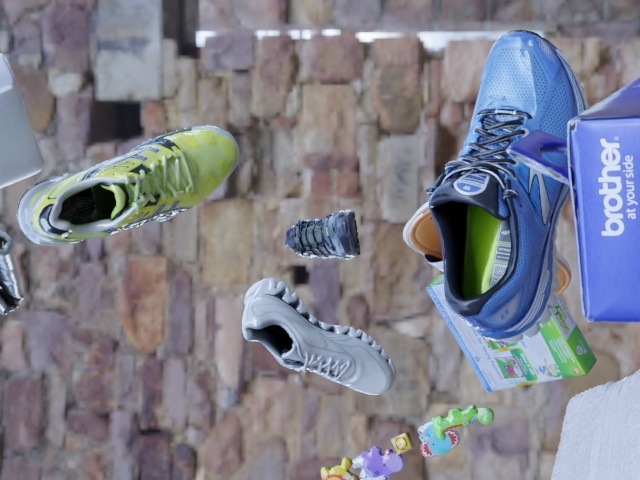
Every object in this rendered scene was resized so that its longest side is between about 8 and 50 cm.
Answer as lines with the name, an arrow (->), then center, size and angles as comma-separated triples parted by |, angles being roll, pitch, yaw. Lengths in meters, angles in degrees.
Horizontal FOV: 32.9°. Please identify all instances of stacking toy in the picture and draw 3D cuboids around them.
stacking toy -> 0.117, 0.270, 1.389 | 0.052, 0.221, 0.167 | 66, -167, 13

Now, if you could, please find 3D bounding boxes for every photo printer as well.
photo printer -> -0.618, -0.153, 1.737 | 0.107, 0.307, 0.256 | 60, 163, 26

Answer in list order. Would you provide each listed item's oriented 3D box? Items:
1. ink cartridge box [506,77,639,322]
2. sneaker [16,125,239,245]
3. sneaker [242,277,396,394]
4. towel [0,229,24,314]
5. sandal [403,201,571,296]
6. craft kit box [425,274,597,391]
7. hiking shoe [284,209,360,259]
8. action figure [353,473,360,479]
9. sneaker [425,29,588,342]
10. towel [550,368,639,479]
ink cartridge box -> 0.340, -0.043, 0.771 | 0.270, 0.395, 0.151 | -29, -66, -62
sneaker -> -0.296, -0.078, 1.777 | 0.147, 0.384, 0.145 | 15, 128, 63
sneaker -> -0.008, 0.184, 1.802 | 0.110, 0.292, 0.118 | -55, 9, 28
towel -> -0.412, -0.062, 1.030 | 0.056, 0.312, 0.324 | -48, 0, -14
sandal -> 0.223, 0.024, 1.322 | 0.102, 0.265, 0.076 | -52, 33, 23
craft kit box -> 0.354, 0.155, 2.033 | 0.061, 0.246, 0.250 | -38, -78, -37
hiking shoe -> 0.000, 0.000, 1.879 | 0.227, 0.114, 0.086 | 139, 123, -77
action figure -> 0.090, 0.439, 1.439 | 0.091, 0.139, 0.280 | -58, 27, 21
sneaker -> 0.193, -0.064, 1.125 | 0.147, 0.130, 0.330 | 18, -104, -55
towel -> 0.325, 0.274, 1.227 | 0.187, 0.049, 0.282 | -38, 27, 52
